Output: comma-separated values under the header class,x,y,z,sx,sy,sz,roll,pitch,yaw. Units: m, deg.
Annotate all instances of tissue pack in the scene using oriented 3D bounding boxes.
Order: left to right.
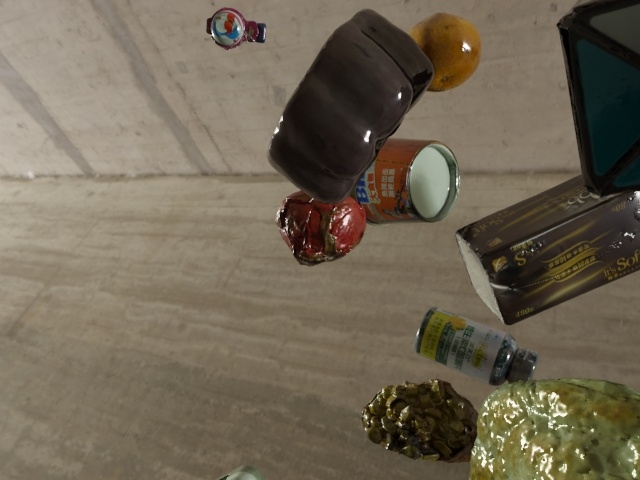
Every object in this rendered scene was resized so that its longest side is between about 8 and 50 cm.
class,x,y,z,sx,sy,sz,roll,pitch,yaw
tissue pack,0.528,0.009,1.080,0.370,0.198,0.210,-26,-72,5

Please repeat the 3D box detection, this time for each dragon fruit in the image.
class,x,y,z,sx,sy,sz,roll,pitch,yaw
dragon fruit,-0.001,-0.002,1.096,0.218,0.148,0.224,20,-36,-27

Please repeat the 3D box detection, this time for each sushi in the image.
class,x,y,z,sx,sy,sz,roll,pitch,yaw
sushi,0.213,0.361,0.945,0.296,0.167,0.179,10,-24,41

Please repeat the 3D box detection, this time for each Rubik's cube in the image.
class,x,y,z,sx,sy,sz,roll,pitch,yaw
Rubik's cube,0.475,-0.227,0.604,0.248,0.250,0.246,-5,-63,40

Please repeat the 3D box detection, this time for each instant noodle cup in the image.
class,x,y,z,sx,sy,sz,roll,pitch,yaw
instant noodle cup,0.251,-0.173,1.381,0.214,0.296,0.296,10,-31,52

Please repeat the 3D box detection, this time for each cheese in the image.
class,x,y,z,sx,sy,sz,roll,pitch,yaw
cheese,-0.202,-0.504,1.128,0.145,0.038,0.095,8,-75,1

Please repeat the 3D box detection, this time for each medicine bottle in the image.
class,x,y,z,sx,sy,sz,roll,pitch,yaw
medicine bottle,0.405,0.285,1.230,0.293,0.141,0.141,19,-32,28

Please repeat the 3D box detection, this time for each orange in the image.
class,x,y,z,sx,sy,sz,roll,pitch,yaw
orange,0.233,-0.370,0.925,0.159,0.136,0.159,-5,-19,-2

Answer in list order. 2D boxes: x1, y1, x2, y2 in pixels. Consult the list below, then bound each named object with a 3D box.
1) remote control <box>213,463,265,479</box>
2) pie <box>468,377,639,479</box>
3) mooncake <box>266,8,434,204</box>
class,x,y,z,sx,sy,sz,roll,pitch,yaw
remote control,-0.061,0.497,0.698,0.128,0.065,0.335,-33,-92,14
pie,0.193,0.241,0.336,0.105,0.274,0.257,9,-22,-20
mooncake,0.051,-0.206,0.780,0.154,0.306,0.306,38,-34,0
